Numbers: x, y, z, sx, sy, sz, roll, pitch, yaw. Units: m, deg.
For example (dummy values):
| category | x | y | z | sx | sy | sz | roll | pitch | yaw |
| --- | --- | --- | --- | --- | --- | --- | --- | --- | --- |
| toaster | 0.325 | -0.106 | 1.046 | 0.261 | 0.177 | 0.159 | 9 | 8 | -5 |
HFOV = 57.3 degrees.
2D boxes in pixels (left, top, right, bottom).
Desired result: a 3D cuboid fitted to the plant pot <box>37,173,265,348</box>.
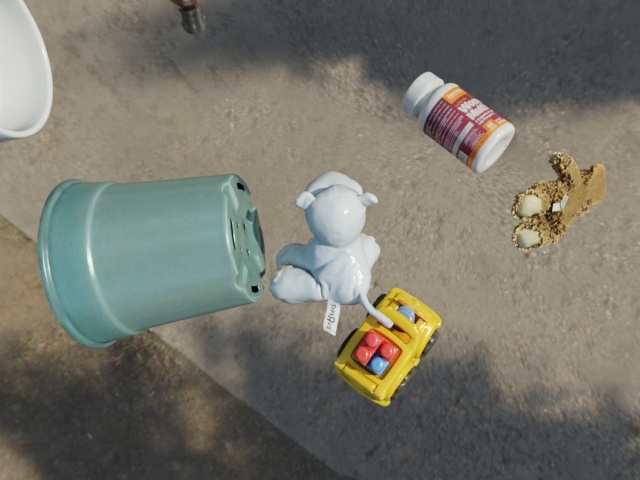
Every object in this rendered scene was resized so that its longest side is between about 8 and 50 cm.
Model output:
| category | x | y | z | sx | sy | sz | roll | pitch | yaw |
| --- | --- | --- | --- | --- | --- | --- | --- | --- | --- |
| plant pot | -0.299 | 0.022 | 1.150 | 0.334 | 0.341 | 0.341 | -8 | 96 | 8 |

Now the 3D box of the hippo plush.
| category | x | y | z | sx | sy | sz | roll | pitch | yaw |
| --- | --- | --- | --- | --- | --- | --- | --- | --- | --- |
| hippo plush | 0.000 | 0.000 | 1.130 | 0.234 | 0.294 | 0.237 | -7 | 120 | 4 |

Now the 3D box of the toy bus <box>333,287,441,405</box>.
| category | x | y | z | sx | sy | sz | roll | pitch | yaw |
| --- | --- | --- | --- | --- | --- | --- | --- | --- | --- |
| toy bus | 0.125 | 0.190 | 1.111 | 0.149 | 0.211 | 0.220 | 35 | 81 | 17 |

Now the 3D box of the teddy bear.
| category | x | y | z | sx | sy | sz | roll | pitch | yaw |
| --- | --- | --- | --- | --- | --- | --- | --- | --- | --- |
| teddy bear | 0.602 | -0.100 | 1.525 | 0.338 | 0.113 | 0.245 | -42 | 121 | -20 |

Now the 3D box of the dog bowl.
| category | x | y | z | sx | sy | sz | roll | pitch | yaw |
| --- | --- | --- | --- | --- | --- | --- | --- | --- | --- |
| dog bowl | -0.517 | -0.271 | 0.856 | 0.104 | 0.265 | 0.265 | -10 | 96 | 8 |

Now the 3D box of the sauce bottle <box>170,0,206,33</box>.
| category | x | y | z | sx | sy | sz | roll | pitch | yaw |
| --- | --- | --- | --- | --- | --- | --- | --- | --- | --- |
| sauce bottle | -0.356 | -0.682 | 1.502 | 0.111 | 0.344 | 0.112 | -1 | 62 | 1 |

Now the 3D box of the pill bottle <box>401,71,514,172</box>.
| category | x | y | z | sx | sy | sz | roll | pitch | yaw |
| --- | --- | --- | --- | --- | --- | --- | --- | --- | --- |
| pill bottle | 0.283 | -0.251 | 1.229 | 0.221 | 0.121 | 0.121 | 43 | 106 | 20 |
